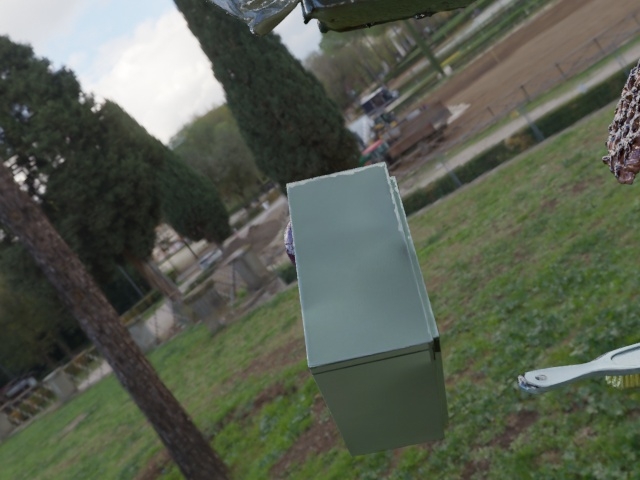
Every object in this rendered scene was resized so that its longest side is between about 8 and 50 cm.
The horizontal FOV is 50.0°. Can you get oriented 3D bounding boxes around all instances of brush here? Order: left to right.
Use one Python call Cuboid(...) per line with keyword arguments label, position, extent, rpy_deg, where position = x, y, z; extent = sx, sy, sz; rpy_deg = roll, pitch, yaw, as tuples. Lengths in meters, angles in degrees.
Cuboid(label="brush", position=(0.440, 0.207, 1.050), extent=(0.297, 0.060, 0.068), rpy_deg=(-10, 19, -9))

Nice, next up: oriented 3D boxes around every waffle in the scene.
Cuboid(label="waffle", position=(0.539, -0.216, 1.152), extent=(0.234, 0.056, 0.221), rpy_deg=(-69, -7, -57))

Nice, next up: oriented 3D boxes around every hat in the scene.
Cuboid(label="hat", position=(-0.110, -0.387, 0.913), extent=(0.149, 0.245, 0.214), rpy_deg=(-41, 29, 20))

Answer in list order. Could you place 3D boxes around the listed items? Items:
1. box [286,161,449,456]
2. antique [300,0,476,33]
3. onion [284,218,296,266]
Cuboid(label="box", position=(0.055, 0.077, 0.745), extent=(0.118, 0.225, 0.225), rpy_deg=(-13, 52, 5))
Cuboid(label="antique", position=(0.101, -0.411, 1.068), extent=(0.284, 0.150, 0.125), rpy_deg=(-12, -7, 24))
Cuboid(label="onion", position=(0.000, 0.000, 1.047), extent=(0.115, 0.115, 0.104), rpy_deg=(-36, 13, 9))
